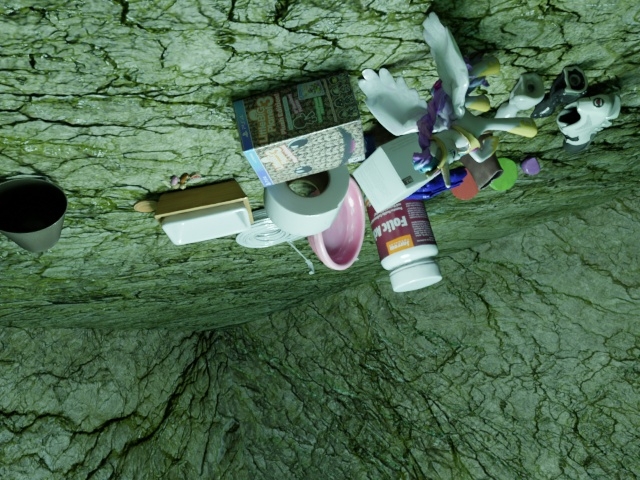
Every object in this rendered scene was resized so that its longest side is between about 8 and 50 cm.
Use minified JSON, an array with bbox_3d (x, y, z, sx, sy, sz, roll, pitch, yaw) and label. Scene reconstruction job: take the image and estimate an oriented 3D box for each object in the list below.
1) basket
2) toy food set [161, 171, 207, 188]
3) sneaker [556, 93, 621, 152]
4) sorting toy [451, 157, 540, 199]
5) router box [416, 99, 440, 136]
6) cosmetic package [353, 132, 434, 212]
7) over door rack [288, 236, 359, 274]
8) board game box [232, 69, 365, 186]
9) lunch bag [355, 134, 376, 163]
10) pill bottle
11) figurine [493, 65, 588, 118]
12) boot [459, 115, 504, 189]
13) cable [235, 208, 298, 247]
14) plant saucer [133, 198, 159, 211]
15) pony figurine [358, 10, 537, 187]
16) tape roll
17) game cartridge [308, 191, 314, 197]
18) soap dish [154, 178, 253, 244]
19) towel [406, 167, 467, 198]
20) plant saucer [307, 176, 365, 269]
[{"bbox_3d":[-0.800,-0.058,1.493,0.204,0.154,0.227,-9,166,-21],"label":"basket"},{"bbox_3d":[-0.409,-0.178,1.618,0.122,0.019,0.078,-15,163,6],"label":"toy food set"},{"bbox_3d":[0.845,-0.392,1.784,0.146,0.122,0.330,4,165,5],"label":"sneaker"},{"bbox_3d":[0.667,-0.259,2.117,0.366,0.127,0.126,-15,-167,-4],"label":"sorting toy"},{"bbox_3d":[0.300,-0.353,1.575,0.092,0.038,0.122,-21,162,22],"label":"router box"},{"bbox_3d":[0.225,-0.204,1.615,0.151,0.151,0.184,-29,175,-30],"label":"cosmetic package"},{"bbox_3d":[0.000,0.000,2.311,0.240,0.108,0.324,-18,142,12],"label":"over door rack"},{"bbox_3d":[-0.045,-0.277,1.377,0.291,0.141,0.232,-15,163,4],"label":"board game box"},{"bbox_3d":[0.120,-0.277,1.630,0.065,0.067,0.098,-6,161,-24],"label":"lunch bag"},{"bbox_3d":[0.319,-0.015,2.066,0.224,0.392,0.224,-13,163,-4],"label":"pill bottle"},{"bbox_3d":[0.633,-0.409,1.589,0.215,0.092,0.209,-10,167,-8],"label":"figurine"},{"bbox_3d":[0.475,-0.255,1.737,0.090,0.206,0.248,-6,162,-23],"label":"boot"},{"bbox_3d":[-0.203,-0.052,2.072,0.257,0.089,0.257,-22,160,29],"label":"cable"},{"bbox_3d":[-0.558,-0.110,1.734,0.084,0.013,0.083,-12,164,-4],"label":"plant saucer"},{"bbox_3d":[0.306,-0.321,1.270,0.363,0.351,0.303,-25,175,-33],"label":"pony figurine"},{"bbox_3d":[-0.047,-0.154,1.597,0.246,0.246,0.169,-10,163,-12],"label":"tape roll"},{"bbox_3d":[0.032,-0.046,2.026,0.060,0.196,0.294,-12,145,22],"label":"game cartridge"},{"bbox_3d":[-0.374,-0.091,1.759,0.291,0.118,0.229,-12,163,-6],"label":"soap dish"},{"bbox_3d":[0.347,-0.188,1.861,0.228,0.076,0.308,-6,-171,39],"label":"towel"},{"bbox_3d":[0.048,-0.065,1.864,0.084,0.332,0.332,2,173,32],"label":"plant saucer"}]
